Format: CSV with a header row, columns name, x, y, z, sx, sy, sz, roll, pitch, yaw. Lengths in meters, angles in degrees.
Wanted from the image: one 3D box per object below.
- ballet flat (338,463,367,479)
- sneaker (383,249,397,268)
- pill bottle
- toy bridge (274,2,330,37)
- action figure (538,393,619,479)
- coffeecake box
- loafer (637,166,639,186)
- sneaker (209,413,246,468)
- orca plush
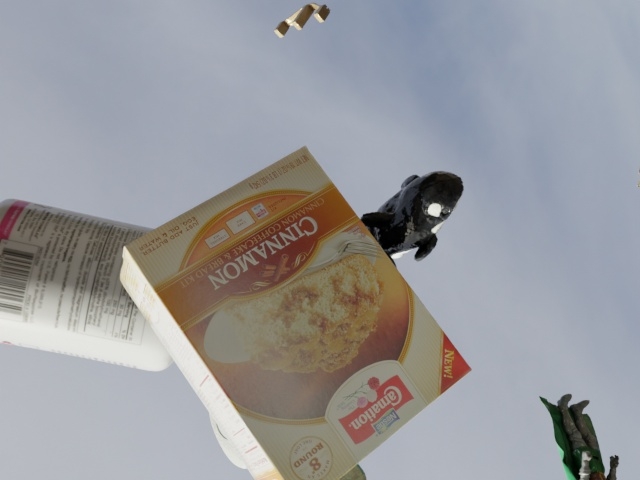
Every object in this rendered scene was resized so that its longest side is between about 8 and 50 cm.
name,x,y,z,sx,sy,sz,roll,pitch,yaw
ballet flat,-0.004,0.373,1.115,0.057,0.168,0.052,2,-120,-65
sneaker,0.000,0.000,1.186,0.106,0.267,0.101,30,-95,-59
pill bottle,-0.230,0.059,0.833,0.283,0.160,0.160,13,-114,-9
toy bridge,-0.039,-0.516,1.699,0.026,0.188,0.063,41,-111,-29
action figure,0.445,0.371,1.215,0.137,0.063,0.232,20,-136,-28
coffeecake box,-0.018,0.054,0.480,0.142,0.068,0.185,-32,-99,-26
loafer,0.516,-0.099,1.135,0.056,0.050,0.148,23,-121,-5
sneaker,-0.089,0.204,1.108,0.151,0.094,0.255,-10,-83,-40
orca plush,0.101,-0.039,1.204,0.102,0.287,0.151,14,-107,-30
